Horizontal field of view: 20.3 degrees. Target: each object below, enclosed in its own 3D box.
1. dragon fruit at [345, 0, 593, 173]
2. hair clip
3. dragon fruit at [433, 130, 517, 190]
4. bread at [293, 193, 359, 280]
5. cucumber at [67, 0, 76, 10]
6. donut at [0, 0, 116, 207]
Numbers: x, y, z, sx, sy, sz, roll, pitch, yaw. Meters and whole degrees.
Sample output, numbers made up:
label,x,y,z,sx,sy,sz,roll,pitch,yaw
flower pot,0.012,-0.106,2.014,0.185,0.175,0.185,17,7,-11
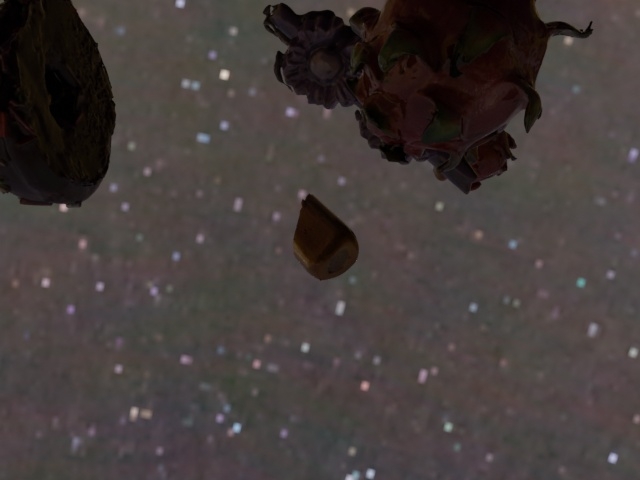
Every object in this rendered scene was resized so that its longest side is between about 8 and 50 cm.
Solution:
label,x,y,z,sx,sy,sz,roll,pitch,yaw
dragon fruit,0.112,-0.156,1.261,0.137,0.236,0.135,44,164,-29
hair clip,0.057,-0.159,1.907,0.292,0.106,0.084,36,-152,-2
dragon fruit,0.187,-0.100,2.217,0.112,0.126,0.068,-8,-112,9
bread,-0.001,0.000,1.832,0.049,0.062,0.103,39,-177,-37
cucumber,-0.374,-0.359,2.279,0.043,0.256,0.044,-32,-179,-6
donut,-0.336,-0.165,2.118,0.103,0.269,0.269,-12,-162,20
